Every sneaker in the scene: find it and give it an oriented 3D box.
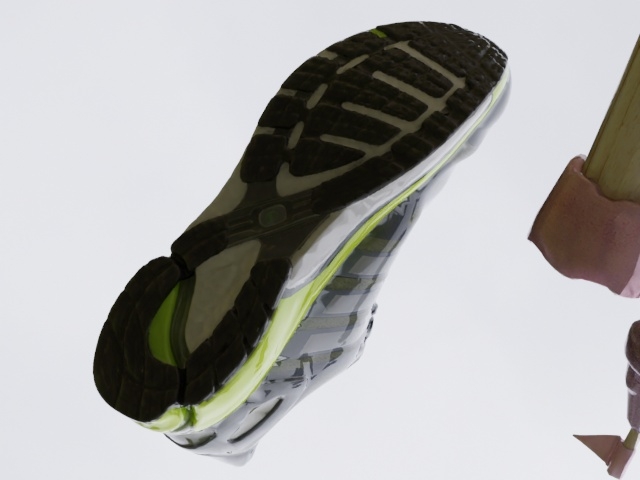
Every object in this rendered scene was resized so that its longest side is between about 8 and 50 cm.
[{"bbox_3d":[0.000,0.000,1.091,0.111,0.121,0.300,36,-102,32],"label":"sneaker"}]

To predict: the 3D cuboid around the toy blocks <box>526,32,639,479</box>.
[{"bbox_3d":[0.276,0.064,0.888,0.309,0.260,0.288,-7,-144,-44],"label":"toy blocks"}]
